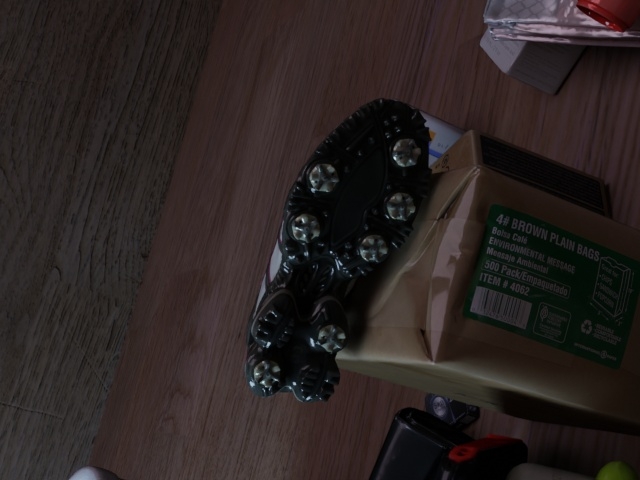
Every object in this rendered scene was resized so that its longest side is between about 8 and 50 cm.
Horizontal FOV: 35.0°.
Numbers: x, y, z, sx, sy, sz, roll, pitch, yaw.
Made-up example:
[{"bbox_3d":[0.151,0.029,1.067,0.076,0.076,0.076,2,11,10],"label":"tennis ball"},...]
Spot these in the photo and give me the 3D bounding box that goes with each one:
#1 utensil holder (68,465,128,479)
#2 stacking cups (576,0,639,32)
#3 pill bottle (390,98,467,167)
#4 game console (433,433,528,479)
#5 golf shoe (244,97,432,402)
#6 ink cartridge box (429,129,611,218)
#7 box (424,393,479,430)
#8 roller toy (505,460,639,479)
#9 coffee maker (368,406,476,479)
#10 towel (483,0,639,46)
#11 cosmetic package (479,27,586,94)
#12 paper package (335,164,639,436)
[{"bbox_3d":[-0.155,0.488,1.271,0.327,0.386,0.327,-49,30,42],"label":"utensil holder"},{"bbox_3d":[0.363,-0.363,1.017,0.316,0.096,0.096,-57,25,12],"label":"stacking cups"},{"bbox_3d":[0.108,-0.046,1.416,0.272,0.152,0.152,-66,23,9],"label":"pill bottle"},{"bbox_3d":[0.106,0.371,0.946,0.342,0.060,0.386,28,-101,-73],"label":"game console"},{"bbox_3d":[0.000,0.000,0.856,0.272,0.105,0.120,-65,17,13],"label":"golf shoe"},{"bbox_3d":[0.182,-0.004,1.161,0.234,0.193,0.088,-46,35,46],"label":"ink cartridge box"},{"bbox_3d":[0.162,0.207,1.259,0.083,0.018,0.067,-48,32,42],"label":"box"},{"bbox_3d":[0.199,0.294,0.854,0.191,0.146,0.209,74,-150,-64],"label":"roller toy"},{"bbox_3d":[0.088,0.287,1.168,0.120,0.171,0.178,-120,53,-82],"label":"coffee maker"},{"bbox_3d":[0.353,-0.376,1.122,0.317,0.053,0.331,12,83,42],"label":"towel"},{"bbox_3d":[0.307,-0.313,1.278,0.231,0.086,0.117,-61,25,23],"label":"cosmetic package"},{"bbox_3d":[0.176,0.069,0.952,0.309,0.325,0.168,-9,64,63],"label":"paper package"}]
